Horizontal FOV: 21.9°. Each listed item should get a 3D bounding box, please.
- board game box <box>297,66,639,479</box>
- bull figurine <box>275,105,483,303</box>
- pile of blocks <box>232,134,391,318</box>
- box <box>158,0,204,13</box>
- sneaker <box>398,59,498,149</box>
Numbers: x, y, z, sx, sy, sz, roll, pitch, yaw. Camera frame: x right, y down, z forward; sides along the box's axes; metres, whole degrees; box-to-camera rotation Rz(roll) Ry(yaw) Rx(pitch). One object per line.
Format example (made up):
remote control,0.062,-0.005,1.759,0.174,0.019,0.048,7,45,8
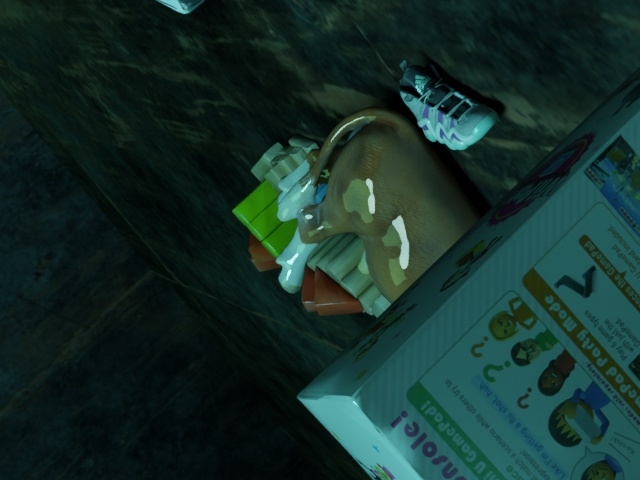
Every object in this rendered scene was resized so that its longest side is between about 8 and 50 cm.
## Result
board game box,0.177,0.043,0.714,0.224,0.303,0.097,49,166,-7
bull figurine,0.089,0.037,1.319,0.188,0.101,0.310,-27,101,36
pile of blocks,0.000,0.000,1.521,0.149,0.112,0.362,53,164,-26
box,-0.046,-0.277,0.614,0.076,0.242,0.307,33,161,44
sneaker,0.081,-0.100,1.155,0.069,0.038,0.098,50,165,-18
